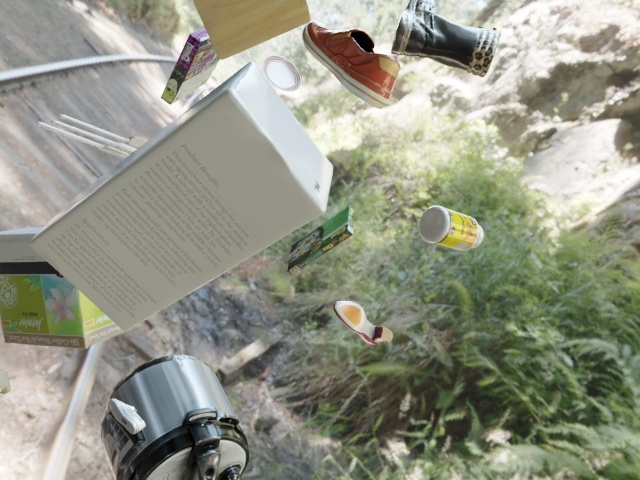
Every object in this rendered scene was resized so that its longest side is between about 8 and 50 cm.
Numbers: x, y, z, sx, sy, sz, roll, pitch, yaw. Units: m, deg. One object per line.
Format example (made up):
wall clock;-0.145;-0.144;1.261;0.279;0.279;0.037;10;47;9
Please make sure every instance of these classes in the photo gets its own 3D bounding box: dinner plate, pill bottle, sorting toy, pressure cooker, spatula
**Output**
dinner plate;-0.127;-0.538;1.852;0.141;0.141;0.017;51;-40;0
pill bottle;0.417;-0.033;1.797;0.214;0.117;0.117;13;29;-39
sorting toy;-0.179;-0.603;1.368;0.255;0.257;0.090;69;-3;-57
pressure cooker;-0.408;0.590;1.664;0.420;0.375;0.370;49;-7;42
spatula;-0.509;-0.239;1.318;0.168;0.019;0.242;1;-13;44

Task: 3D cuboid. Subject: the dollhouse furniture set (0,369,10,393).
dollhouse furniture set;-0.743;0.262;1.045;0.151;0.197;0.301;59;-9;8

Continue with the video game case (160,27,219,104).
video game case;-0.334;-0.497;1.575;0.041;0.210;0.232;36;35;-5

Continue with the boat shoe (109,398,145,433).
boat shoe;-0.408;0.368;1.211;0.100;0.035;0.035;31;27;30

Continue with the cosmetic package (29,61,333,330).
cosmetic package;-0.228;-0.059;0.951;0.230;0.453;0.162;51;25;-23

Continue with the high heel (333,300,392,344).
high heel;0.105;0.254;1.758;0.244;0.082;0.117;28;-26;-32

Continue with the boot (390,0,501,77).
boot;0.374;-0.605;1.670;0.284;0.138;0.377;19;37;7

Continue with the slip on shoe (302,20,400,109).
slip on shoe;0.061;-0.376;1.149;0.123;0.101;0.331;18;26;-36

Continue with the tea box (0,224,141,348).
tea box;-0.726;0.118;1.630;0.220;0.328;0.324;-22;107;-63

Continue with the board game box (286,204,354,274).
board game box;0.000;0.000;1.804;0.030;0.259;0.136;44;30;-22
